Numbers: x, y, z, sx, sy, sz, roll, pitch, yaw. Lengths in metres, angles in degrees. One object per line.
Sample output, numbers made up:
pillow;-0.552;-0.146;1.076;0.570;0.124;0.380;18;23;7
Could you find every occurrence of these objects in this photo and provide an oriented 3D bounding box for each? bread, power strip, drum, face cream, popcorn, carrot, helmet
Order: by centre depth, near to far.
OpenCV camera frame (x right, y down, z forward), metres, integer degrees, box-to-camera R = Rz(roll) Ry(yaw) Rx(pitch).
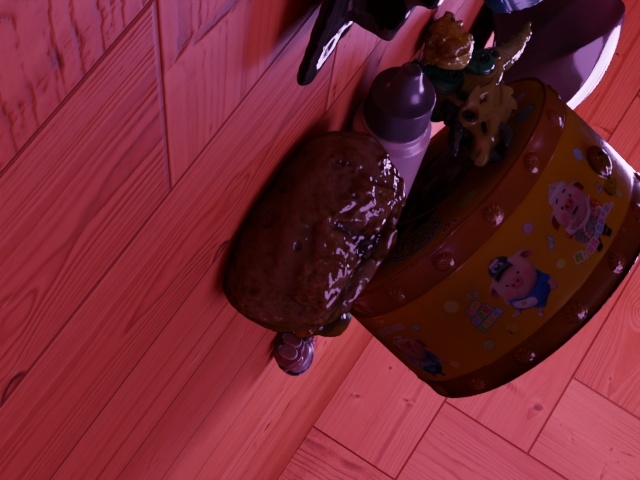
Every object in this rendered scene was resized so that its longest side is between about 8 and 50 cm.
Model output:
power strip;0.085;-0.257;0.929;0.257;0.092;0.251;-56;168;-34
bread;0.000;0.000;1.253;0.230;0.123;0.230;-53;171;-12
face cream;0.071;-0.100;1.391;0.092;0.092;0.311;-53;171;-27
popcorn;0.148;-0.234;1.468;0.059;0.068;0.083;-34;-152;-4
drum;0.223;-0.005;1.684;0.431;0.214;0.431;-43;-165;14
carrot;-0.004;0.109;1.773;0.070;0.070;0.260;-58;170;4
helmet;0.335;-0.285;1.877;0.271;0.197;0.338;-51;168;-50

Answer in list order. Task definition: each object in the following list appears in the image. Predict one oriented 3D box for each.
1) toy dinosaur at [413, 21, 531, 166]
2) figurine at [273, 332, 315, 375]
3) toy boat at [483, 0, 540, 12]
toy dinosaur;0.193;-0.208;1.554;0.259;0.153;0.094;-62;177;-33
figurine;-0.041;0.157;1.806;0.129;0.054;0.072;63;45;-72
toy boat;0.246;-0.358;1.557;0.215;0.088;0.102;-46;131;-51
